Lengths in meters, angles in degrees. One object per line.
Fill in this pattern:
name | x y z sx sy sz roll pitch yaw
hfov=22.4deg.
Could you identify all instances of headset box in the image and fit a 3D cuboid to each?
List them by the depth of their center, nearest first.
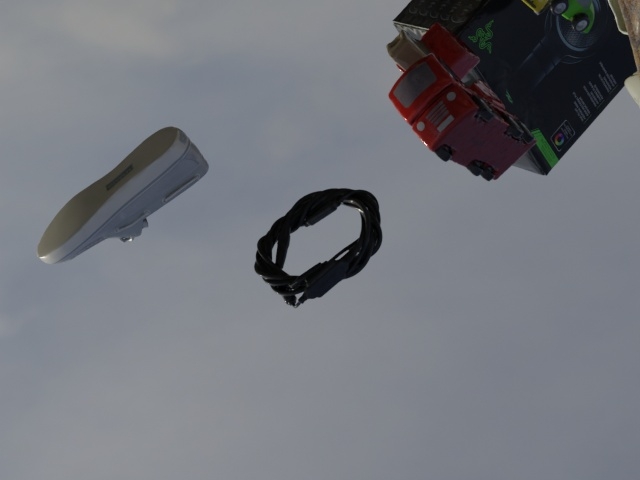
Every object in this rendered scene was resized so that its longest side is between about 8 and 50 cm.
headset box | 0.258 -0.257 1.995 0.283 0.246 0.131 -47 -145 -14

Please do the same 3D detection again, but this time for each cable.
cable | 0.000 0.000 2.149 0.184 0.047 0.150 -43 -135 -1

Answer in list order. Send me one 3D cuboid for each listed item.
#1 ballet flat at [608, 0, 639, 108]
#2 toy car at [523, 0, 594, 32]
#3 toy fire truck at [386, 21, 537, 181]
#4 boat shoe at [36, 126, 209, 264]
ballet flat | 0.339 -0.194 1.575 0.107 0.316 0.106 -14 -178 -32
toy car | 0.239 -0.302 1.782 0.053 0.225 0.239 -45 -134 18
toy fire truck | 0.088 -0.107 1.145 0.047 0.135 0.192 -44 158 14
boat shoe | -0.185 -0.031 1.526 0.184 0.063 0.066 -42 -149 6
